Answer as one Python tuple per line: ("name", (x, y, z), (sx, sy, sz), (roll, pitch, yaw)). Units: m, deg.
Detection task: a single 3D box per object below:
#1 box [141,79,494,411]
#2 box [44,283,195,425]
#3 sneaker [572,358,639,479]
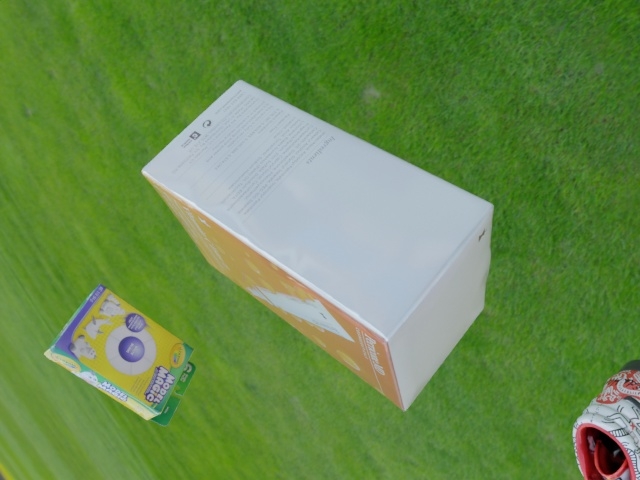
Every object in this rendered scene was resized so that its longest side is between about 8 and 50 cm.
("box", (0.000, 0.000, 0.649), (0.345, 0.168, 0.215), (32, 160, 29))
("box", (-0.244, 0.151, 0.729), (0.179, 0.105, 0.043), (41, 132, -20))
("sneaker", (0.384, 0.289, 0.656), (0.090, 0.145, 0.270), (-14, 101, 60))
